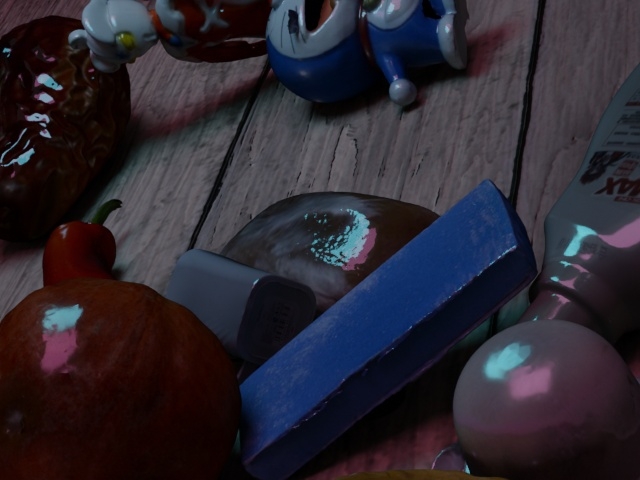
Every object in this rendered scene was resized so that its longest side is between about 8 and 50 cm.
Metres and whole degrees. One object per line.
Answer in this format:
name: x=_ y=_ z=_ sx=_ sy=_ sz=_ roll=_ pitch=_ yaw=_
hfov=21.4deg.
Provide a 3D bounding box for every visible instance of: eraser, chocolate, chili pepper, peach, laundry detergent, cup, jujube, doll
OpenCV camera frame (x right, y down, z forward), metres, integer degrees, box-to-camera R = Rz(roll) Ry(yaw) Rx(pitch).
eraser: x=0.054 y=0.081 z=1.486 sx=0.312 sy=0.042 sz=0.144 roll=-40 pitch=22 yaw=14
chocolate: x=-0.002 y=0.000 z=1.728 sx=0.254 sy=0.080 sz=0.157 roll=6 pitch=43 yaw=48
chili pepper: x=-0.232 y=0.055 z=1.859 sx=0.137 sy=0.092 sz=0.368 roll=-15 pitch=31 yaw=-17
peach: x=-0.192 y=0.160 z=1.472 sx=0.232 sy=0.232 sz=0.257 roll=-20 pitch=22 yaw=15
chocolate: x=0.167 y=0.134 z=1.275 sx=0.221 sy=0.147 sz=0.221 roll=-25 pitch=27 yaw=14
laundry detergent: x=0.315 y=-0.039 z=1.456 sx=0.264 sy=0.125 sz=0.398 roll=11 pitch=51 yaw=49
cup: x=-0.086 y=0.083 z=1.651 sx=0.129 sy=0.095 sz=0.128 roll=14 pitch=84 yaw=49
jujube: x=-0.360 y=-0.144 z=2.195 sx=0.216 sy=0.216 sz=0.342 roll=-14 pitch=36 yaw=24
doll: x=-0.130 y=-0.290 z=2.155 sx=0.383 sy=0.188 sz=0.099 roll=-10 pitch=54 yaw=-4
doll: x=0.054 y=-0.252 z=2.037 sx=0.256 sy=0.161 sz=0.215 roll=-10 pitch=57 yaw=25

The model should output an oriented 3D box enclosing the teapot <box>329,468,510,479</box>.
teapot: x=0.071 y=0.252 z=1.162 sx=0.203 sy=0.167 sz=0.311 roll=-1 pitch=7 yaw=-13
